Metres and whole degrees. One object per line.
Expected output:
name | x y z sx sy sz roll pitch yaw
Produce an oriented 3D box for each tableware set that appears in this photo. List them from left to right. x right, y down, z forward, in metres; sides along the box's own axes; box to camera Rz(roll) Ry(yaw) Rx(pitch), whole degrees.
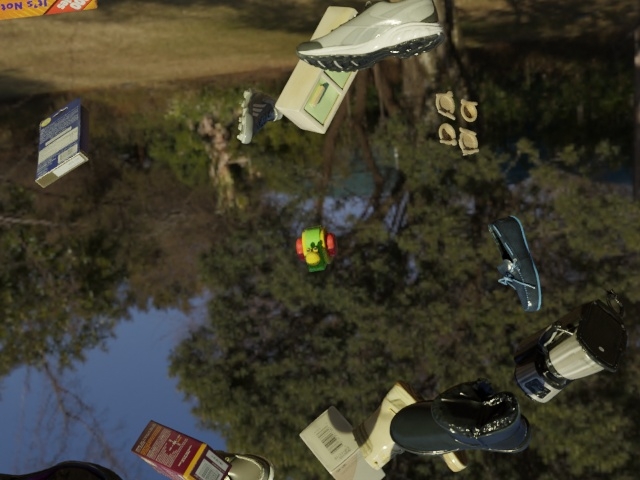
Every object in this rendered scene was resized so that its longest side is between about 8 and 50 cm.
tableware set | 0.357 -0.305 2.106 0.141 0.169 0.020 6 168 -32

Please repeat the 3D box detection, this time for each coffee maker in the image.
coffee maker | 0.449 0.194 1.446 0.171 0.120 0.178 -23 166 -41

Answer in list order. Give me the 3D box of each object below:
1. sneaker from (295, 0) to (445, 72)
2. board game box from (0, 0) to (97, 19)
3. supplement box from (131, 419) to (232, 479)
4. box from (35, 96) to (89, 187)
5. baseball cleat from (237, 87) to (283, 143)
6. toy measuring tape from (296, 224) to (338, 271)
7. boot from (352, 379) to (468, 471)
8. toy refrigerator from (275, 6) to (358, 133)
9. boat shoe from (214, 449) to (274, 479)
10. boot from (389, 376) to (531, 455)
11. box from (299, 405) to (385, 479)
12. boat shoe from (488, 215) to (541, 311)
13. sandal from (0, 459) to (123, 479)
sneaker | 0.085 -0.375 1.467 0.271 0.108 0.100 -11 173 16
board game box | -0.504 -0.524 1.015 0.356 0.357 0.356 -7 156 -2
supplement box | -0.293 0.458 1.707 0.188 0.104 0.081 9 -123 40
box | -0.617 -0.240 1.946 0.136 0.036 0.225 -29 -134 15
baseball cleat | -0.145 -0.304 1.979 0.109 0.072 0.206 12 -135 -11
toy measuring tape | 0.000 0.000 2.350 0.121 0.121 0.330 -4 -167 10
boot | 0.215 0.502 1.983 0.262 0.203 0.095 48 -166 25
toy refrigerator | 0.017 -0.387 1.840 0.094 0.269 0.102 21 169 45
boat shoe | -0.263 0.610 2.141 0.305 0.109 0.091 -8 155 33
boot | 0.205 0.281 1.289 0.246 0.094 0.207 -2 155 23
box | 0.066 0.587 2.216 0.121 0.311 0.148 -39 -124 -9
boat shoe | 0.493 0.066 2.093 0.089 0.258 0.109 -9 154 -10
sandal | -0.399 0.398 1.185 0.107 0.168 0.446 -29 158 15
